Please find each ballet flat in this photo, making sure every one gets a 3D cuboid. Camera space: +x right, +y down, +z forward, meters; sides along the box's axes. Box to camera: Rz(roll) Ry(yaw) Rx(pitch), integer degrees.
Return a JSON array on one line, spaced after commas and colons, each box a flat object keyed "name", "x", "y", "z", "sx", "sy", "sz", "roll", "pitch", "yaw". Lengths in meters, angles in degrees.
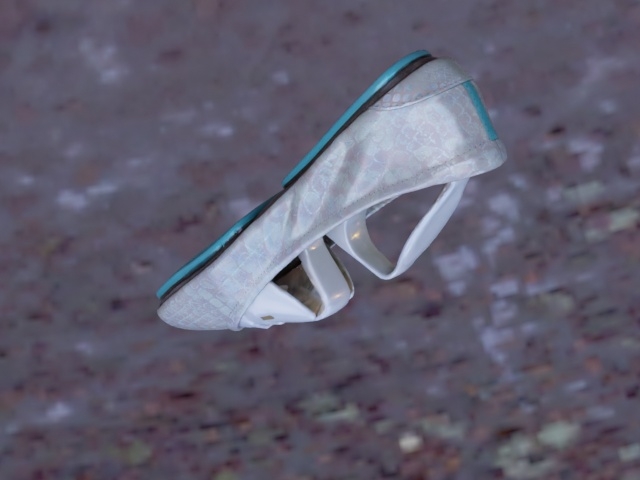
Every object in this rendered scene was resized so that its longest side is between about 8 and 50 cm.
[{"name": "ballet flat", "x": 0.000, "y": 0.000, "z": 0.631, "sx": 0.057, "sy": 0.052, "sz": 0.168, "roll": -30, "pitch": 171, "yaw": -46}]
